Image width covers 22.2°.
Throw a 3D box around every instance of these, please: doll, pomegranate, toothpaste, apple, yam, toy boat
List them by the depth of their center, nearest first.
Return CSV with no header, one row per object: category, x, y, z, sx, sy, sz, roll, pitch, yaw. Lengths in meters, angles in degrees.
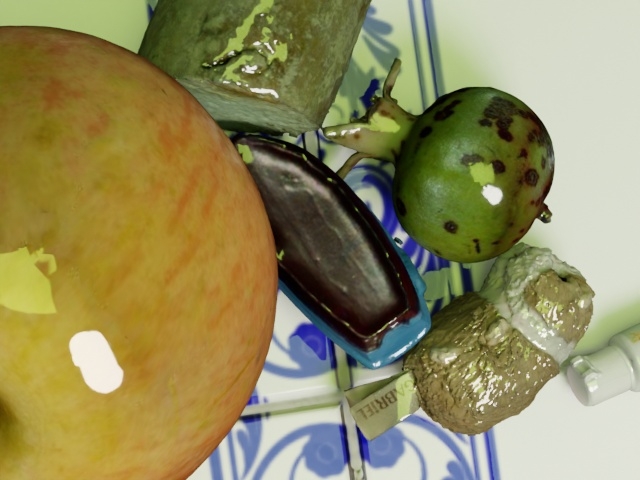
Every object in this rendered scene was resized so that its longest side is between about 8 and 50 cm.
apple,-0.206,0.035,1.113,0.364,0.364,0.364,0,87,-10
yam,-0.028,-0.230,1.258,0.168,0.168,0.304,22,85,-8
toy boat,0.000,0.000,1.291,0.100,0.097,0.223,-38,77,-5
doll,0.126,0.093,1.298,0.221,0.105,0.115,-36,117,-16
pomegranate,0.105,-0.059,1.299,0.169,0.148,0.148,28,81,30
toothpaste,0.351,0.062,1.373,0.314,0.056,0.058,-23,132,-13
